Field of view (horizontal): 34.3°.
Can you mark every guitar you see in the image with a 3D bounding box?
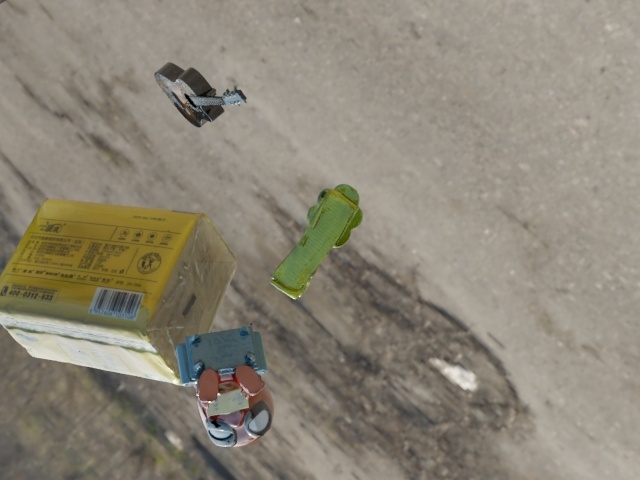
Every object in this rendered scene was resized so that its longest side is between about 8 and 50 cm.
[{"bbox_3d":[-0.135,-0.172,1.225,0.088,0.025,0.233,53,163,-22],"label":"guitar"}]

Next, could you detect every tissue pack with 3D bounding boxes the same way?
[{"bbox_3d":[-0.399,0.092,2.015,0.382,0.293,0.228,7,149,24],"label":"tissue pack"}]

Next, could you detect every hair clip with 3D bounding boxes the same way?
[{"bbox_3d":[0.000,0.000,1.432,0.072,0.173,0.046,32,-173,7],"label":"hair clip"}]

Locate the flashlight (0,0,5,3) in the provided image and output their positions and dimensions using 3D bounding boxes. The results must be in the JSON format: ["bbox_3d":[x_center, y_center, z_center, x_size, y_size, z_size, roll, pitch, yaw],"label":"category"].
[{"bbox_3d":[-0.406,-0.256,1.144,0.232,0.093,0.093,-25,109,45],"label":"flashlight"}]

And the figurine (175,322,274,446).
[{"bbox_3d":[-0.073,0.117,0.819,0.140,0.068,0.075,92,164,-61],"label":"figurine"}]
